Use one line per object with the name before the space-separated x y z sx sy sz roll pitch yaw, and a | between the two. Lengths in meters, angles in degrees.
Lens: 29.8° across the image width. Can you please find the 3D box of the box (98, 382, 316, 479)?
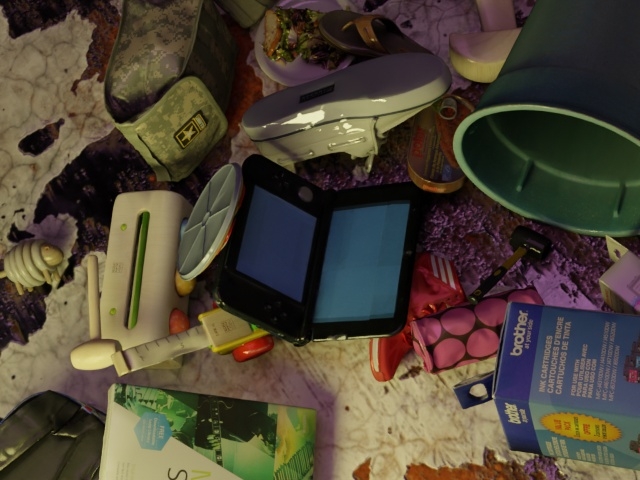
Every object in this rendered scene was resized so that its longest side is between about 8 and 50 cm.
box | -0.167 0.348 1.791 0.322 0.058 0.232 10 69 -19

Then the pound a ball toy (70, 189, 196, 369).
pound a ball toy | -0.281 0.074 1.938 0.136 0.208 0.319 -2 68 15

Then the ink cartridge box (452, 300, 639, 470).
ink cartridge box | 0.390 0.209 1.658 0.395 0.270 0.151 8 67 19

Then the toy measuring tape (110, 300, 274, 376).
toy measuring tape | -0.178 0.153 1.891 0.330 0.121 0.121 -19 61 -26

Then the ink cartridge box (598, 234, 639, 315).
ink cartridge box | 0.477 0.089 1.766 0.067 0.115 0.198 -44 63 -3

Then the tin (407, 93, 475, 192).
tin | 0.198 -0.158 1.957 0.106 0.040 0.189 12 56 3

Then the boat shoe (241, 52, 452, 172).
boat shoe | 0.060 -0.188 1.982 0.367 0.156 0.136 -15 37 22

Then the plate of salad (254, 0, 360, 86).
plate of salad | -0.024 -0.363 2.122 0.200 0.048 0.199 -6 67 14

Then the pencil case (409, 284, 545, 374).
pencil case | 0.242 0.139 1.807 0.209 0.098 0.095 -14 25 -4

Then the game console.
game console | 0.000 0.000 1.869 0.173 0.250 0.293 -33 37 45

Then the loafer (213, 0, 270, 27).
loafer | -0.171 -0.479 2.057 0.112 0.319 0.111 43 92 24

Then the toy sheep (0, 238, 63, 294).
toy sheep | -0.503 0.043 2.083 0.132 0.091 0.091 -20 65 13

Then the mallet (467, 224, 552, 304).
mallet | 0.276 0.036 1.843 0.190 0.039 0.062 -32 53 -33

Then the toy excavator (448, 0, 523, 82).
toy excavator | 0.186 -0.524 2.052 0.445 0.222 0.433 18 77 13

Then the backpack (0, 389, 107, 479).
backpack | -0.411 0.375 1.859 0.276 0.213 0.263 35 89 17

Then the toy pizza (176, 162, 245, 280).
toy pizza | -0.166 -0.027 1.876 0.032 0.201 0.201 25 73 -21

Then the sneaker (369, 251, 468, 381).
sneaker | 0.156 0.119 1.863 0.128 0.087 0.221 8 73 20

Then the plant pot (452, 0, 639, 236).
plant pot | 0.416 -0.233 1.810 0.341 0.341 0.334 16 67 21

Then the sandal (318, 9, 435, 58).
sandal | 0.101 -0.345 2.050 0.219 0.060 0.090 30 57 17

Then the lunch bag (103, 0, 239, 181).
lunch bag | -0.252 -0.263 2.044 0.169 0.235 0.287 5 71 15
